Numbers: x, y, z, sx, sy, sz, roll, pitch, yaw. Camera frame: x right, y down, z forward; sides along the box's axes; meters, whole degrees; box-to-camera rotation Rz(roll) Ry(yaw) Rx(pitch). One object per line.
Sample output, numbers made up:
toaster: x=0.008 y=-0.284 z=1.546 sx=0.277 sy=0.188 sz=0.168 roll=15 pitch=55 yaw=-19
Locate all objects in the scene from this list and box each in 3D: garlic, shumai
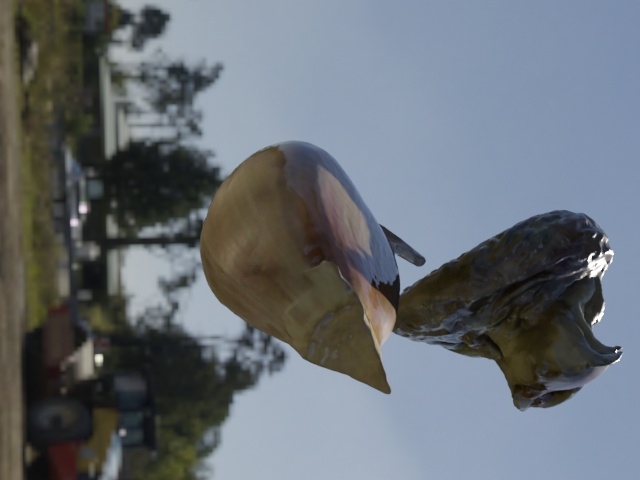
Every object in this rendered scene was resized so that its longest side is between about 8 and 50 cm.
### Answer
garlic: x=0.000 y=-0.004 z=0.972 sx=0.266 sy=0.129 sz=0.148 roll=-48 pitch=123 yaw=-63
shumai: x=0.164 y=0.063 z=1.152 sx=0.153 sy=0.209 sz=0.161 roll=59 pitch=-40 yaw=11
